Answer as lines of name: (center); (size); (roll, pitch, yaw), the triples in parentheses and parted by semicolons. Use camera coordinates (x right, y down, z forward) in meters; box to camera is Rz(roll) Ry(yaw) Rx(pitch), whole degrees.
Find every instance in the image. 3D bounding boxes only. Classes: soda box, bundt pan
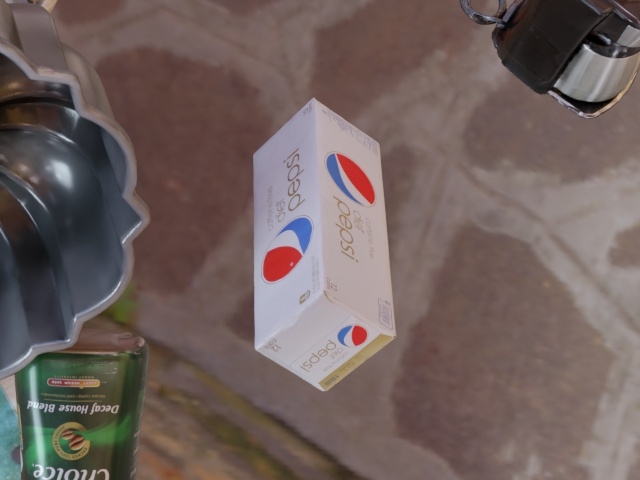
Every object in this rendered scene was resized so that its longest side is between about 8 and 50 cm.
soda box: (0.000, 0.000, 1.371); (0.074, 0.069, 0.216); (-41, 30, 28)
bundt pan: (-0.279, -0.050, 1.250); (0.331, 0.331, 0.124); (-38, 40, 26)

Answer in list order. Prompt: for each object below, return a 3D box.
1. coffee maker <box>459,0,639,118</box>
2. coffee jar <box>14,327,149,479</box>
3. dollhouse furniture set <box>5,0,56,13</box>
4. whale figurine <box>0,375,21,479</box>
coffee maker: (0.214, -0.203, 1.643); (0.178, 0.171, 0.120); (113, 172, -67)
coffee jar: (-0.172, 0.159, 1.382); (0.079, 0.096, 0.184); (-111, 22, -79)
dollhouse furniture set: (-0.317, -0.282, 1.894); (0.129, 0.129, 0.183); (-20, 41, 58)
whale figurine: (-0.254, 0.242, 1.708); (0.272, 0.141, 0.216); (67, 166, -8)
